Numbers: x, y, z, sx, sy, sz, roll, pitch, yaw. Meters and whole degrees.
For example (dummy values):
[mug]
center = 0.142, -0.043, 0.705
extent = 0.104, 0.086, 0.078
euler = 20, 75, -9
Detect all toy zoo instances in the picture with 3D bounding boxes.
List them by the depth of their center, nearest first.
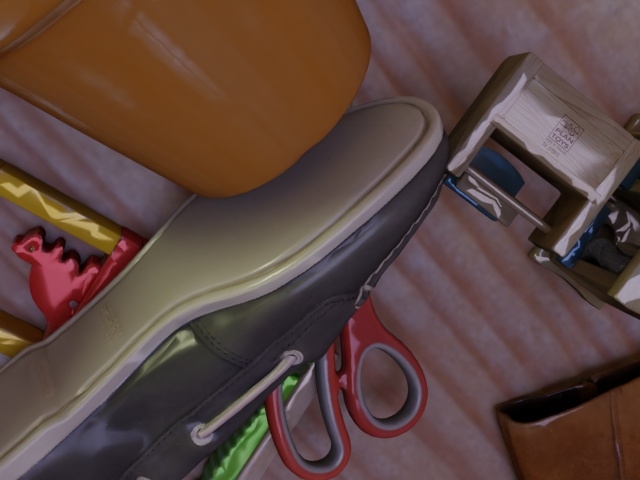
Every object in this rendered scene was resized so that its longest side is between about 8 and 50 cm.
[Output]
[toy zoo]
center = -0.159, 0.079, 0.482
extent = 0.293, 0.030, 0.192
euler = 32, 94, -20

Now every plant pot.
[plant pot]
center = -0.079, -0.124, 0.374
extent = 0.205, 0.205, 0.188
euler = -45, 125, 0

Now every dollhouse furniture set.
[dollhouse furniture set]
center = 0.167, -0.046, 0.486
extent = 0.183, 0.129, 0.129
euler = 36, 93, -11

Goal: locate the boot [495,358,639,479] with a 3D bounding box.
[boot]
center = 0.279, 0.213, 0.619
extent = 0.264, 0.096, 0.281
euler = -13, 100, -3

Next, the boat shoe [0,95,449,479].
[boat shoe]
center = -0.061, 0.053, 0.436
extent = 0.335, 0.112, 0.095
euler = -37, 128, 3

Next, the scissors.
[scissors]
center = 0.000, 0.000, 0.485
extent = 0.108, 0.021, 0.297
euler = -14, 101, -18
